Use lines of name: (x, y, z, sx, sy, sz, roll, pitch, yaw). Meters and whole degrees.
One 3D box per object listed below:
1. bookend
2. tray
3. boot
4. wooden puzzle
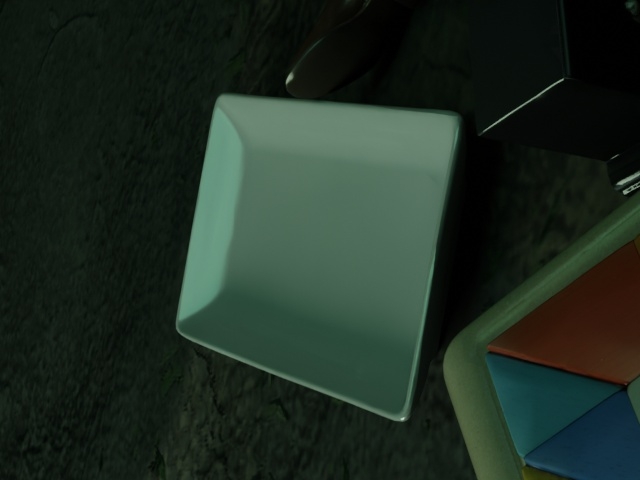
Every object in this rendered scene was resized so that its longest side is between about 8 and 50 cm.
bookend: (0.075, -0.112, 0.710, 0.072, 0.157, 0.156, -33, 53, 54)
tray: (0.000, 0.000, 0.948, 0.270, 0.030, 0.145, 13, 94, 61)
boot: (0.007, -0.142, 0.956, 0.106, 0.037, 0.114, -42, 45, 17)
wooden puzzle: (0.139, 0.064, 0.622, 0.238, 0.044, 0.221, -45, 44, 31)
